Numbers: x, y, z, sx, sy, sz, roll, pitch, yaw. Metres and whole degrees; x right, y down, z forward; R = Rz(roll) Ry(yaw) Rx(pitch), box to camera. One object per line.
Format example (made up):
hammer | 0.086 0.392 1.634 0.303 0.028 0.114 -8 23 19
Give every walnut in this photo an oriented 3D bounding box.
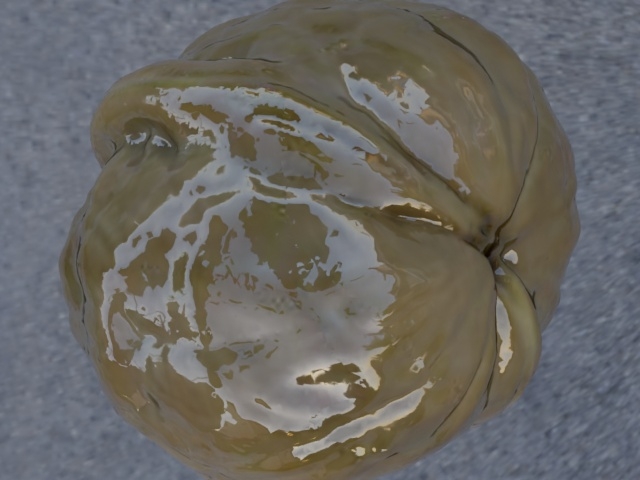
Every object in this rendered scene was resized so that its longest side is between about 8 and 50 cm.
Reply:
walnut | 0.000 0.000 0.765 0.285 0.285 0.296 21 62 22
